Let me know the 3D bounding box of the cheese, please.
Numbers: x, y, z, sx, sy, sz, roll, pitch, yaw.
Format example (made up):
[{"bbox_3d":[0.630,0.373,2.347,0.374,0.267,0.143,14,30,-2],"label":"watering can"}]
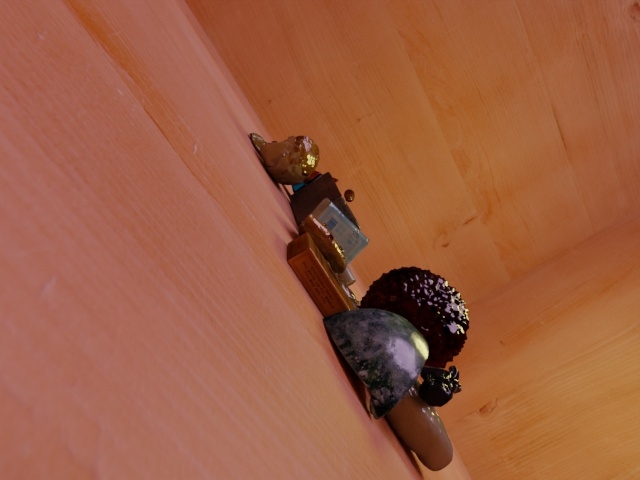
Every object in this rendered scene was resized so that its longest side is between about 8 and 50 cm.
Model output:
[{"bbox_3d":[0.278,0.511,1.463,0.328,0.130,0.351,57,6,3],"label":"cheese"}]

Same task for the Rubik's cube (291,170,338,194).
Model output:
[{"bbox_3d":[-0.032,-0.300,2.379,0.284,0.234,0.250,-93,169,-82],"label":"Rubik's cube"}]

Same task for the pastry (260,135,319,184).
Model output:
[{"bbox_3d":[-0.119,-0.325,2.072,0.256,0.237,0.170,54,25,-59],"label":"pastry"}]

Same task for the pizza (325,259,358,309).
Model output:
[{"bbox_3d":[0.046,0.154,1.647,0.297,0.071,0.189,55,5,35],"label":"pizza"}]

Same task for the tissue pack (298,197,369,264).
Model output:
[{"bbox_3d":[0.054,-0.023,1.942,0.263,0.177,0.089,42,3,-33],"label":"tissue pack"}]

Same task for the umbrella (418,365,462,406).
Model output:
[{"bbox_3d":[0.333,0.402,1.347,0.358,0.113,0.106,32,46,-69],"label":"umbrella"}]

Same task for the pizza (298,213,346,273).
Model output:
[{"bbox_3d":[0.000,0.000,1.741,0.226,0.086,0.335,39,-12,43],"label":"pizza"}]

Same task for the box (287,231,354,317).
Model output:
[{"bbox_3d":[0.006,0.124,1.380,0.274,0.076,0.174,58,6,-15],"label":"box"}]

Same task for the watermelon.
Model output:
[{"bbox_3d":[0.117,0.307,1.269,0.290,0.213,0.320,29,46,5],"label":"watermelon"}]

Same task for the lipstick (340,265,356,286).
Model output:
[{"bbox_3d":[0.088,0.109,2.392,0.254,0.070,0.070,61,5,24],"label":"lipstick"}]

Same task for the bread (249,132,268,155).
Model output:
[{"bbox_3d":[-0.255,-0.419,2.179,0.149,0.065,0.187,56,4,39],"label":"bread"}]

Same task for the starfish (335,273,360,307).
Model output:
[{"bbox_3d":[0.096,0.187,2.025,0.277,0.062,0.235,45,14,-42],"label":"starfish"}]

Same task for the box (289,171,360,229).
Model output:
[{"bbox_3d":[0.012,-0.124,2.109,0.190,0.225,0.297,56,7,-28],"label":"box"}]

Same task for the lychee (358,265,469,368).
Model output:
[{"bbox_3d":[0.345,0.299,1.802,0.424,0.425,0.500,60,-9,13],"label":"lychee"}]

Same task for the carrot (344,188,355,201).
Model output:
[{"bbox_3d":[0.124,-0.185,2.028,0.048,0.048,0.139,58,8,-11],"label":"carrot"}]
